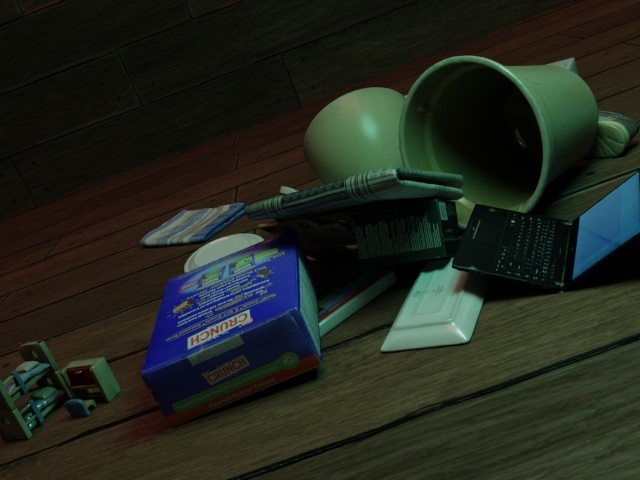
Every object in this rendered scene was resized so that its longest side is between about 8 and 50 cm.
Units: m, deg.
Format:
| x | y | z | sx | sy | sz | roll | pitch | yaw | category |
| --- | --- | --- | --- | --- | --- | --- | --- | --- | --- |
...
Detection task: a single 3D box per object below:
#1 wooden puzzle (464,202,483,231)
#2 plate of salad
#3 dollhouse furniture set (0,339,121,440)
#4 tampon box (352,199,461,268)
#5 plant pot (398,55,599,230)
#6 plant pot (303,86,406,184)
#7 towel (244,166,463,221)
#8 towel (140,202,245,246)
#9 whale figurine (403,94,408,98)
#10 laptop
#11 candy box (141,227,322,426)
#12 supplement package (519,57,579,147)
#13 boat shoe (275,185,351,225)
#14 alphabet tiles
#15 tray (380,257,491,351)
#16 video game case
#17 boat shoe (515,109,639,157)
| x | y | z | sx | sy | sz | roll | pitch | yaw | category |
| --- | --- | --- | --- | --- | --- | --- | --- | --- | --- |
| 0.283 | -0.019 | 1.379 | 0.078 | 0.014 | 0.116 | -61 | 15 | 25 | wooden puzzle |
| -0.222 | 0.044 | 1.781 | 0.200 | 0.048 | 0.200 | -13 | 29 | 7 | plate of salad |
| -0.485 | 0.259 | 1.345 | 0.183 | 0.129 | 0.129 | -11 | 21 | 27 | dollhouse furniture set |
| 0.158 | -0.010 | 1.368 | 0.161 | 0.101 | 0.120 | -9 | -3 | 25 | tampon box |
| 0.381 | -0.215 | 1.502 | 0.305 | 0.334 | 0.334 | -22 | 15 | -39 | plant pot |
| 0.123 | -0.187 | 1.779 | 0.284 | 0.284 | 0.191 | -22 | 55 | -2 | plant pot |
| 0.074 | -0.071 | 1.375 | 0.312 | 0.056 | 0.324 | -13 | -4 | 31 | towel |
| -0.371 | -0.044 | 2.201 | 0.285 | 0.034 | 0.209 | -4 | 26 | 41 | towel |
| 0.224 | -0.279 | 2.047 | 0.272 | 0.216 | 0.141 | -27 | 58 | 22 | whale figurine |
| 0.367 | -0.037 | 1.213 | 0.264 | 0.136 | 0.234 | 12 | 31 | 16 | laptop |
| -0.141 | 0.133 | 1.287 | 0.268 | 0.122 | 0.317 | -22 | 22 | 7 | candy box |
| 0.560 | -0.341 | 1.864 | 0.139 | 0.134 | 0.244 | -11 | 21 | 29 | supplement package |
| -0.017 | -0.060 | 1.790 | 0.114 | 0.091 | 0.302 | 19 | 0 | -26 | boat shoe |
| 0.000 | 0.000 | 1.477 | 0.198 | 0.009 | 0.237 | -6 | -19 | 38 | alphabet tiles |
| 0.196 | 0.090 | 1.238 | 0.145 | 0.030 | 0.270 | -12 | 21 | 28 | tray |
| -0.020 | 0.102 | 1.440 | 0.204 | 0.025 | 0.285 | -33 | 22 | -31 | video game case |
| 0.556 | -0.238 | 1.654 | 0.092 | 0.103 | 0.285 | -26 | 22 | -29 | boat shoe |
